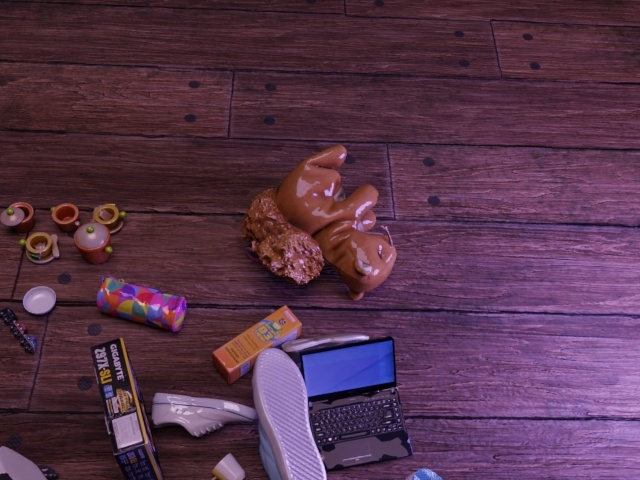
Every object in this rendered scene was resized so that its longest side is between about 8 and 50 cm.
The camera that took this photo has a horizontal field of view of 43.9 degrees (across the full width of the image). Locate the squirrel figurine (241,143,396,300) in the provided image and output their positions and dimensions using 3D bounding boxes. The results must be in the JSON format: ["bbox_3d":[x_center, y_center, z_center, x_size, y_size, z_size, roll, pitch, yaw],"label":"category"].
[{"bbox_3d":[0.000,0.000,2.135,0.397,0.281,0.370,-25,72,-24],"label":"squirrel figurine"}]

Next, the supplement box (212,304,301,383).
[{"bbox_3d":[-0.160,0.263,2.025,0.233,0.080,0.078,-32,65,-26],"label":"supplement box"}]

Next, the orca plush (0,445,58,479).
[{"bbox_3d":[-0.641,0.585,1.774,0.287,0.102,0.151,30,12,4],"label":"orca plush"}]

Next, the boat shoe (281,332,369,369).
[{"bbox_3d":[0.016,0.284,2.039,0.233,0.084,0.079,-9,93,-19],"label":"boat shoe"}]

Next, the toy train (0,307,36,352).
[{"bbox_3d":[-0.772,0.230,2.034,0.036,0.027,0.158,-28,60,-34],"label":"toy train"}]

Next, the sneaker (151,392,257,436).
[{"bbox_3d":[-0.279,0.426,1.904,0.258,0.094,0.091,5,72,5],"label":"sneaker"}]

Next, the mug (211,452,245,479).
[{"bbox_3d":[-0.212,0.543,1.841,0.064,0.078,0.062,41,28,13],"label":"mug"}]

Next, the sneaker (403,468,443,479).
[{"bbox_3d":[0.283,0.614,1.806,0.228,0.092,0.087,47,60,3],"label":"sneaker"}]

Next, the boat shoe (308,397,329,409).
[{"bbox_3d":[0.008,0.365,1.983,0.049,0.043,0.137,34,75,-4],"label":"boat shoe"}]

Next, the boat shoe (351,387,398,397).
[{"bbox_3d":[0.120,0.368,1.988,0.153,0.048,0.056,9,54,2],"label":"boat shoe"}]

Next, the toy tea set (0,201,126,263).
[{"bbox_3d":[-0.710,-0.041,2.172,0.336,0.124,0.200,0,54,-4],"label":"toy tea set"}]

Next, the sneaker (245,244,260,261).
[{"bbox_3d":[-0.149,0.032,2.216,0.119,0.047,0.057,16,48,-3],"label":"sneaker"}]

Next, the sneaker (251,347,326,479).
[{"bbox_3d":[-0.104,0.439,1.845,0.135,0.150,0.365,4,60,-35],"label":"sneaker"}]

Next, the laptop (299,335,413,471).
[{"bbox_3d":[0.086,0.389,1.889,0.234,0.136,0.264,-9,64,-6],"label":"laptop"}]

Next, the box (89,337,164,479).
[{"bbox_3d":[-0.422,0.403,1.754,0.079,0.322,0.257,-17,57,-14],"label":"box"}]

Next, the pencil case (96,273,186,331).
[{"bbox_3d":[-0.465,0.161,2.064,0.236,0.104,0.104,17,55,6],"label":"pencil case"}]

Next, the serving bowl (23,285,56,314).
[{"bbox_3d":[-0.735,0.162,2.083,0.083,0.027,0.083,2,55,-3],"label":"serving bowl"}]
